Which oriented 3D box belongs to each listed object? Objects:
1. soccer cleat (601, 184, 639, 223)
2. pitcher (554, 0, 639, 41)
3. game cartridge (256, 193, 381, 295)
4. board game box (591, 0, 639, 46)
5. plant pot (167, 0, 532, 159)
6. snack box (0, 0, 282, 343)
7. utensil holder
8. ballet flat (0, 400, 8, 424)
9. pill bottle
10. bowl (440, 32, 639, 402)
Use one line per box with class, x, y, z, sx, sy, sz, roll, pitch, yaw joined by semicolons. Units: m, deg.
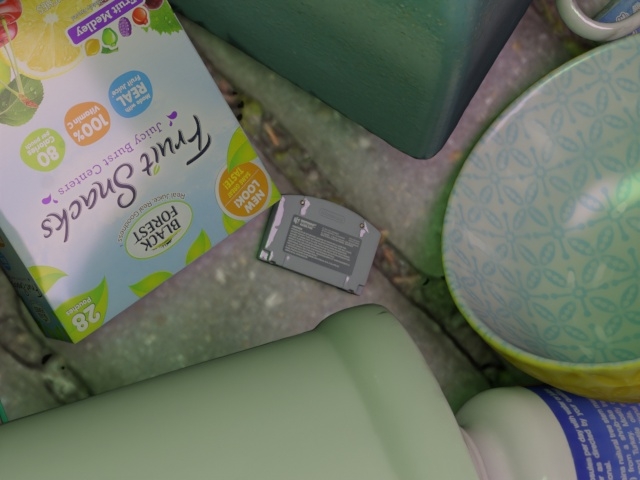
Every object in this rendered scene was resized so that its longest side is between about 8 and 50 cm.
soccer cleat;0.242;-0.005;1.367;0.035;0.029;0.083;-36;102;-11
pitcher;0.254;-0.235;1.311;0.207;0.125;0.178;-6;85;-17
game cartridge;0.000;0.000;1.260;0.083;0.017;0.056;21;86;-24
board game box;0.258;-0.155;1.373;0.090;0.020;0.090;-42;107;-18
plant pot;0.044;-0.236;1.103;0.247;0.252;0.248;32;78;1
snack box;-0.151;-0.067;1.158;0.174;0.070;0.207;-37;107;-20
utensil holder;-0.103;0.245;1.014;0.385;0.327;0.328;-17;99;-9
ballet flat;-0.239;0.073;1.121;0.079;0.077;0.222;-16;102;-20
pill bottle;0.178;0.174;1.273;0.272;0.152;0.152;-1;92;-25
bowl;0.246;0.008;1.256;0.289;0.289;0.156;-52;133;-15
